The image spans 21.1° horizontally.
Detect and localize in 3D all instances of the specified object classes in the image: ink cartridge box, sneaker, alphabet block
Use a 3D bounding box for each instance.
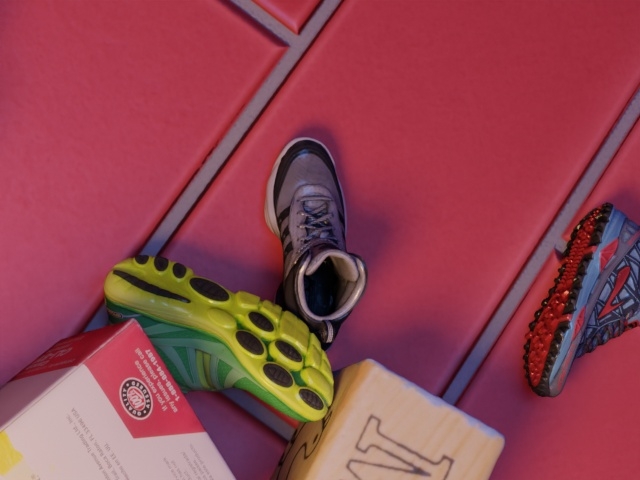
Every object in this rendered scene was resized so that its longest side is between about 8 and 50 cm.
[{"bbox_3d":[-0.278,0.301,1.695,0.384,0.160,0.279,-41,107,-40],"label":"ink cartridge box"},{"bbox_3d":[0.346,0.087,2.116,0.125,0.104,0.262,30,74,-11],"label":"sneaker"},{"bbox_3d":[0.000,0.000,2.004,0.101,0.153,0.269,2,80,-16],"label":"sneaker"},{"bbox_3d":[0.064,0.272,1.957,0.193,0.192,0.197,30,73,-7],"label":"alphabet block"},{"bbox_3d":[-0.114,0.121,1.949,0.295,0.123,0.109,29,44,13],"label":"sneaker"}]
